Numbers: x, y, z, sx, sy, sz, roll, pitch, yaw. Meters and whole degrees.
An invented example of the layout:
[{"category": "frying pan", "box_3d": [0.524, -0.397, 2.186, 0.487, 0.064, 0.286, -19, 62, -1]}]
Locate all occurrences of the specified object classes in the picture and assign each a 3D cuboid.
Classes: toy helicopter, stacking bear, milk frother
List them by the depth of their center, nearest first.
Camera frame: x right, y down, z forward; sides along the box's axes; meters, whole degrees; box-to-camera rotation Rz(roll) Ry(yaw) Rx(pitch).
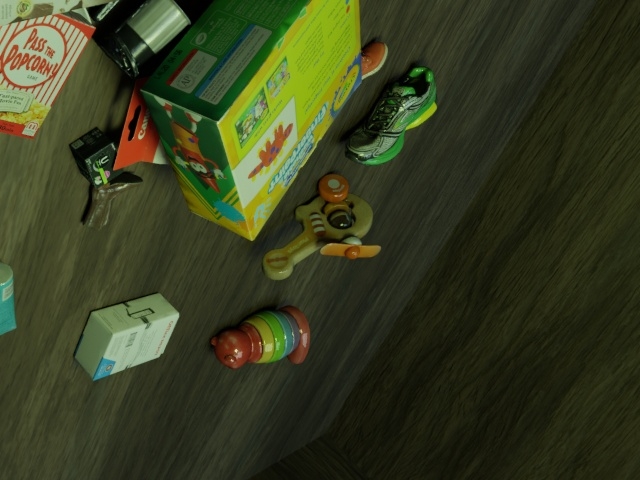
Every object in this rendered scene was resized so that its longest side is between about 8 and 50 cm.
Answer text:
[{"category": "milk frother", "box_3d": [-0.272, -0.323, 1.242, 0.135, 0.143, 0.129, -46, 149, -3]}, {"category": "toy helicopter", "box_3d": [0.000, 0.000, 2.101, 0.355, 0.235, 0.140, -37, 154, -26]}, {"category": "stacking bear", "box_3d": [-0.186, 0.296, 2.343, 0.289, 0.175, 0.164, -13, 140, -43]}]

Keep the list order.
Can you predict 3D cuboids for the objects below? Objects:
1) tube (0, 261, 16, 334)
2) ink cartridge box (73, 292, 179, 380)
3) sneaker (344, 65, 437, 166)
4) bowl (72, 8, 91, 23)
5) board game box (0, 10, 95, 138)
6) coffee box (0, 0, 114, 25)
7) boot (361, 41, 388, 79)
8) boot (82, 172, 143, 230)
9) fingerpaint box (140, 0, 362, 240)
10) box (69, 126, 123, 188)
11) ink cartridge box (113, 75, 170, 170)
[{"category": "tube", "box_3d": [-0.599, 0.123, 1.478, 0.080, 0.052, 0.207, -24, 152, -36]}, {"category": "ink cartridge box", "box_3d": [-0.445, 0.219, 1.840, 0.203, 0.086, 0.148, -15, 140, -54]}, {"category": "sneaker", "box_3d": [0.177, -0.330, 2.076, 0.343, 0.134, 0.146, -49, 152, -23]}, {"category": "bowl", "box_3d": [-0.408, -0.311, 1.136, 0.142, 0.053, 0.142, -42, 155, -14]}, {"category": "board game box", "box_3d": [-0.419, -0.242, 1.098, 0.193, 0.045, 0.146, -56, 156, 14]}, {"category": "coffee box", "box_3d": [-0.324, -0.390, 1.018, 0.297, 0.168, 0.119, -28, 149, -38]}, {"category": "boot", "box_3d": [0.093, -0.419, 1.853, 0.158, 0.059, 0.085, -44, 151, -9]}, {"category": "boot", "box_3d": [-0.400, -0.073, 1.534, 0.106, 0.037, 0.114, -9, 133, -38]}, {"category": "fingerpaint box", "box_3d": [-0.100, -0.286, 1.457, 0.445, 0.163, 0.371, -58, 161, -23]}, {"category": "box", "box_3d": [-0.396, -0.145, 1.412, 0.062, 0.052, 0.083, -39, 154, -21]}, {"category": "ink cartridge box", "box_3d": [-0.265, -0.221, 1.459, 0.232, 0.066, 0.189, -43, 160, -58]}]
